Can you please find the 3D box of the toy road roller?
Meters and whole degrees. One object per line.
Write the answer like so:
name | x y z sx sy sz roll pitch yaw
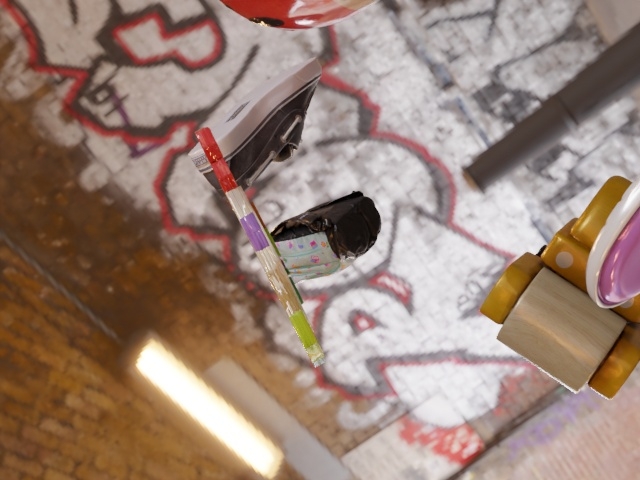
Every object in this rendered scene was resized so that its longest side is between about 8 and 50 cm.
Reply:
toy road roller | 0.381 0.047 1.460 0.202 0.241 0.329 34 -160 14

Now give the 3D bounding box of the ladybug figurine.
ladybug figurine | -0.051 -0.394 1.406 0.305 0.162 0.449 38 -157 -4

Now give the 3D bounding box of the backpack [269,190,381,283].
backpack | 0.000 0.000 1.792 0.152 0.182 0.115 -32 -79 -51

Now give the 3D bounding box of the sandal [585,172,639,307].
sandal | 0.465 -0.068 1.171 0.169 0.416 0.102 47 -178 -46

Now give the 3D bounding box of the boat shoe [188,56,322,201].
boat shoe | -0.073 -0.163 1.551 0.102 0.108 0.301 57 -139 -18

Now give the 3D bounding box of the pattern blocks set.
pattern blocks set | -0.063 0.024 1.328 0.285 0.026 0.325 61 176 23
